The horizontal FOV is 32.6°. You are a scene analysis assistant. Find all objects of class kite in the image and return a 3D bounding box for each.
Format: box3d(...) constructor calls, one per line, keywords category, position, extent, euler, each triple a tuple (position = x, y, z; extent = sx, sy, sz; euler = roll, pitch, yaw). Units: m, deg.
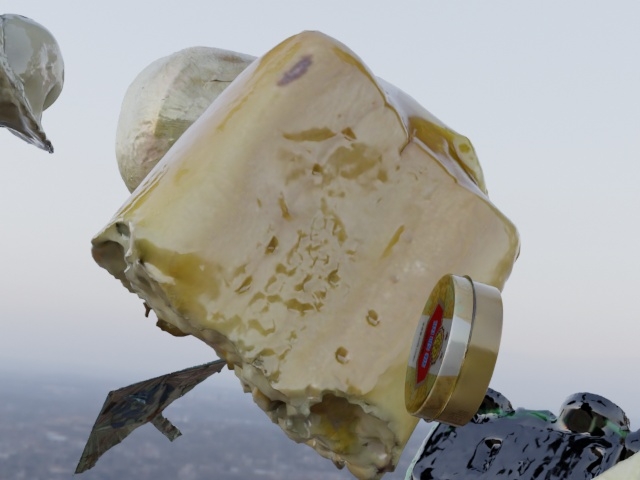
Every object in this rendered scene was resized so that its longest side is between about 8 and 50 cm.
box3d(category="kite", position=(-0.275, 0.283, 1.785), extent=(0.335, 0.011, 0.314), euler=(-35, -25, -2))

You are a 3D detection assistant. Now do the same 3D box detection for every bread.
box3d(category="bread", position=(0.000, 0.000, 1.132), extent=(0.361, 0.394, 0.250), euler=(41, -26, -10))

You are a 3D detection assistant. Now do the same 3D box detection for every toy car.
box3d(category="toy car", position=(0.286, 0.322, 1.392), extent=(0.359, 0.213, 0.176), euler=(-1, -46, 42))

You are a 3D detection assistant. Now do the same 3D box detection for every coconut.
box3d(category="coconut", position=(-0.170, -0.166, 1.754), extent=(0.297, 0.297, 0.255), euler=(12, 2, -37))

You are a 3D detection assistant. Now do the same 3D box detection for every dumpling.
box3d(category="dumpling", position=(-0.355, -0.172, 1.251), extent=(0.142, 0.172, 0.247), euler=(-33, 10, -17))

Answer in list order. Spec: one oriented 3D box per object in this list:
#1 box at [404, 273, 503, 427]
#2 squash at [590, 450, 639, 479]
box3d(category="box", position=(0.092, 0.076, 0.758), extent=(0.037, 0.105, 0.105), euler=(16, -11, -7))
box3d(category="squash", position=(0.232, 0.252, 0.960), extent=(0.203, 0.288, 0.111), euler=(18, -20, 44))
